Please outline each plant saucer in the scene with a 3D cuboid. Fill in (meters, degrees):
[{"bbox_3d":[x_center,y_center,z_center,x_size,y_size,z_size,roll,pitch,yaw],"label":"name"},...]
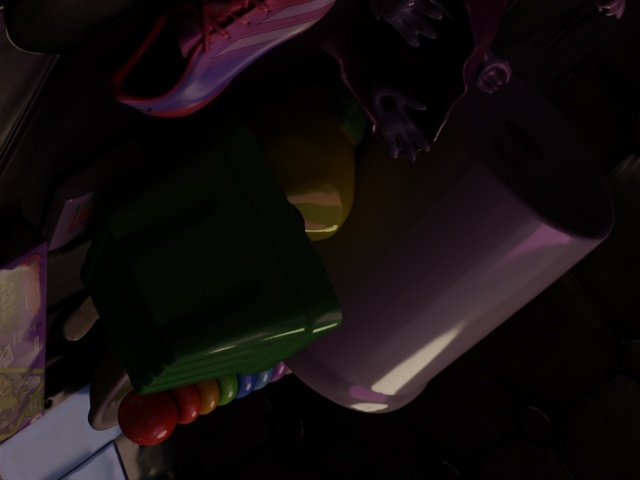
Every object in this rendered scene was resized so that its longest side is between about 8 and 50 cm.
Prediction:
[{"bbox_3d":[-0.239,0.132,1.778,0.400,0.100,0.400,-44,171,-9],"label":"plant saucer"}]

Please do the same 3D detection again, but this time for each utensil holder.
[{"bbox_3d":[0.135,-0.013,1.442,0.385,0.327,0.327,-43,170,32],"label":"utensil holder"}]

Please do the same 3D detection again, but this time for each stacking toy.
[{"bbox_3d":[-0.177,0.218,1.743,0.330,0.141,0.141,-32,171,-39],"label":"stacking toy"}]

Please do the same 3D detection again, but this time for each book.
[{"bbox_3d":[-0.236,-0.043,1.144,0.096,0.035,0.144,-31,173,-27],"label":"book"}]

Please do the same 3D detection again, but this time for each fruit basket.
[{"bbox_3d":[-0.069,-0.010,1.249,0.392,0.283,0.392,-27,174,-3],"label":"fruit basket"}]

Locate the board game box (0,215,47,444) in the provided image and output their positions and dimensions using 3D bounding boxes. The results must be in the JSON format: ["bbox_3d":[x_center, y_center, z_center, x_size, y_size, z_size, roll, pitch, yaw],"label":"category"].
[{"bbox_3d":[-0.381,0.140,1.159,0.208,0.056,0.347,-30,154,-33],"label":"board game box"}]

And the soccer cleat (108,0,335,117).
[{"bbox_3d":[-0.067,-0.184,0.889,0.248,0.083,0.095,-38,168,25],"label":"soccer cleat"}]

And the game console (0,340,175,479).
[{"bbox_3d":[-0.430,0.378,1.890,0.386,0.060,0.342,-34,130,-29],"label":"game console"}]

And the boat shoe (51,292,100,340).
[{"bbox_3d":[-0.314,0.090,1.531,0.042,0.049,0.133,2,-147,44],"label":"boat shoe"}]

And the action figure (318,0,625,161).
[{"bbox_3d":[0.128,-0.255,1.096,0.248,0.276,0.370,-39,-167,50],"label":"action figure"}]
